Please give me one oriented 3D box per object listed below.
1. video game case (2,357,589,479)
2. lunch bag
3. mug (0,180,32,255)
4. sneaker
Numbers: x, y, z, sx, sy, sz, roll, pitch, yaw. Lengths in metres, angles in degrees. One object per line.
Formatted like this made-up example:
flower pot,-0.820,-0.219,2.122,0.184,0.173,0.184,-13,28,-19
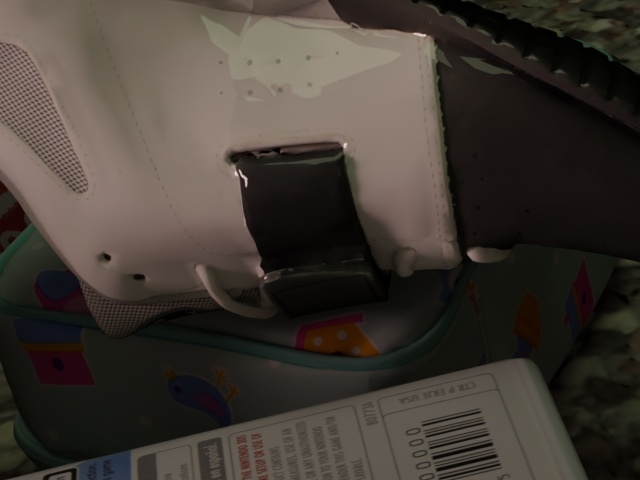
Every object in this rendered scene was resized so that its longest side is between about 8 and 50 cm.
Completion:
video game case,-0.053,0.161,0.374,0.300,0.036,0.329,-13,31,-1
lunch bag,0.000,0.000,0.691,0.224,0.108,0.279,4,33,26
mug,-0.177,-0.056,0.781,0.150,0.169,0.113,-25,33,-25
sneaker,-0.010,-0.025,0.541,0.330,0.146,0.122,20,11,9
